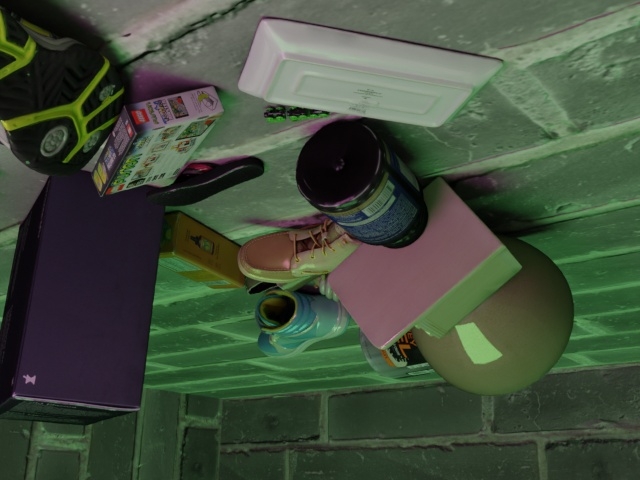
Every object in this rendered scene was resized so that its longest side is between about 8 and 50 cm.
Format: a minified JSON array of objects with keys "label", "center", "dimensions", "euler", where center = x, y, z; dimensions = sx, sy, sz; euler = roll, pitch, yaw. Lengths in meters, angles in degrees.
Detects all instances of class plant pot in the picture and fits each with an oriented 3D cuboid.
[{"label":"plant pot","center":[0.258,0.099,1.248],"dimensions":[0.284,0.284,0.191],"euler":[-11,151,30]}]

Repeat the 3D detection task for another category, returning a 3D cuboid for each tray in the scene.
[{"label":"tray","center":[0.051,-0.173,0.827],"dimensions":[0.270,0.030,0.145],"euler":[6,161,-15]}]

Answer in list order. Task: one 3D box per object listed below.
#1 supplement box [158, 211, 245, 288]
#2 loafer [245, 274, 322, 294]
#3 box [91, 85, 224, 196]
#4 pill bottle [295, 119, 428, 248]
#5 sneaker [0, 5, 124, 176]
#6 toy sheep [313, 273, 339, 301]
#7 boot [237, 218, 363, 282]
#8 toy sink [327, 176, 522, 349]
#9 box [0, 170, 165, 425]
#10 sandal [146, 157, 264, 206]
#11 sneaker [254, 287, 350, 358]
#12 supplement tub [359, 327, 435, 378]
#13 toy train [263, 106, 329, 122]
[{"label":"supplement box","center":[-0.222,0.024,1.342],"dimensions":[0.080,0.078,0.233],"euler":[-4,160,23]},{"label":"loafer","center":[-0.042,0.061,1.423],"dimensions":[0.251,0.087,0.094],"euler":[-9,159,27]},{"label":"box","center":[-0.206,-0.118,0.917],"dimensions":[0.114,0.036,0.207],"euler":[-20,174,-32]},{"label":"pill bottle","center":[0.067,-0.064,1.002],"dimensions":[0.122,0.123,0.219],"euler":[-8,159,25]},{"label":"sneaker","center":[-0.324,-0.176,0.731],"dimensions":[0.147,0.145,0.385],"euler":[34,176,15]},{"label":"toy sheep","center":[0.044,0.082,1.489],"dimensions":[0.132,0.091,0.091],"euler":[15,165,16]},{"label":"boot","center":[0.000,0.000,1.222],"dimensions":[0.261,0.095,0.203],"euler":[-1,163,-12]},{"label":"toy sink","center":[0.157,0.050,1.123],"dimensions":[0.234,0.153,0.131],"euler":[-43,148,8]},{"label":"box","center":[-0.393,0.107,1.180],"dimensions":[0.179,0.343,0.312],"euler":[12,159,-26]},{"label":"sandal","center":[-0.167,-0.091,1.076],"dimensions":[0.179,0.040,0.067],"euler":[-18,163,10]},{"label":"sneaker","center":[-0.102,0.193,1.765],"dimensions":[0.208,0.127,0.319],"euler":[13,148,-37]},{"label":"supplement tub","center":[0.251,0.195,1.643],"dimensions":[0.193,0.194,0.316],"euler":[14,156,-34]},{"label":"toy train","center":[-0.028,-0.154,0.906],"dimensions":[0.083,0.017,0.024],"euler":[-2,171,9]}]
